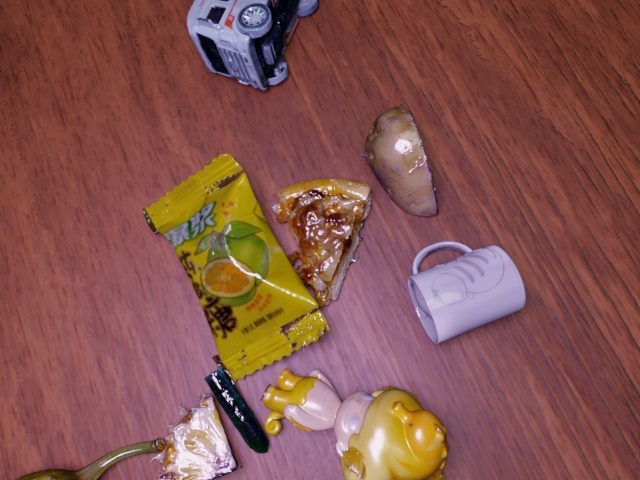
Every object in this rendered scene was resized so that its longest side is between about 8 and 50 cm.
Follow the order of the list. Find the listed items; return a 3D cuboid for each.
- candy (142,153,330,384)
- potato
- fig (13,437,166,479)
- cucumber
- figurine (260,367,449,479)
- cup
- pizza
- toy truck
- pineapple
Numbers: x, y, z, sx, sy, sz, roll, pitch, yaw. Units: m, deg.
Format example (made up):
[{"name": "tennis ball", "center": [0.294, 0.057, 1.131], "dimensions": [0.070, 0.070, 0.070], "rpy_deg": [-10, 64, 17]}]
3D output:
[{"name": "candy", "center": [-0.127, 0.038, 0.752], "dimensions": [0.187, 0.081, 0.297], "rpy_deg": [-31, 83, 18]}, {"name": "potato", "center": [0.109, -0.114, 0.786], "dimensions": [0.089, 0.100, 0.171], "rpy_deg": [-16, 77, 3]}, {"name": "fig", "center": [-0.318, 0.329, 0.679], "dimensions": [0.149, 0.149, 0.245], "rpy_deg": [43, 56, 13]}, {"name": "cucumber", "center": [-0.111, 0.235, 0.722], "dimensions": [0.032, 0.032, 0.133], "rpy_deg": [-33, 86, -6]}, {"name": "figurine", "center": [0.046, 0.240, 0.682], "dimensions": [0.247, 0.131, 0.156], "rpy_deg": [19, 35, 23]}, {"name": "cup", "center": [0.190, 0.057, 0.730], "dimensions": [0.133, 0.099, 0.135], "rpy_deg": [-21, 75, -2]}, {"name": "pizza", "center": [0.001, 0.000, 0.770], "dimensions": [0.154, 0.069, 0.193], "rpy_deg": [-2, 73, 2]}, {"name": "toy truck", "center": [-0.103, -0.408, 0.859], "dimensions": [0.162, 0.136, 0.305], "rpy_deg": [16, 73, 14]}, {"name": "pineapple", "center": [-0.156, 0.276, 0.701], "dimensions": [0.116, 0.069, 0.137], "rpy_deg": [21, 72, 2]}]
